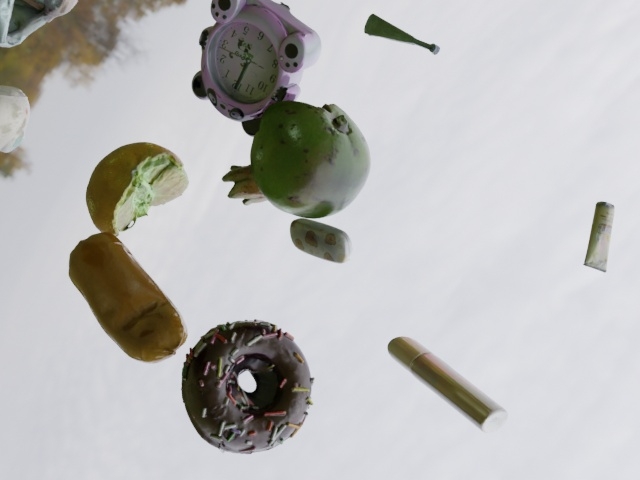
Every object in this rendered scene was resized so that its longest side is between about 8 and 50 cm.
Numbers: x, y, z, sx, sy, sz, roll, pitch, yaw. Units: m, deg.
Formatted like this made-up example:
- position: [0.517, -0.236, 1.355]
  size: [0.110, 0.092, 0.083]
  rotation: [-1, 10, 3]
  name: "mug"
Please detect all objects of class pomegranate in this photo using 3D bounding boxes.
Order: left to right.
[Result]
- position: [-0.051, -0.136, 2.063]
  size: [0.302, 0.236, 0.236]
  rotation: [-29, -147, 34]
  name: "pomegranate"

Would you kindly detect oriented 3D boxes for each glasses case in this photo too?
- position: [0.000, 0.000, 2.064]
  size: [0.164, 0.041, 0.063]
  rotation: [19, -60, 46]
  name: "glasses case"

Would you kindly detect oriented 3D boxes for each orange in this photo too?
- position: [-0.410, -0.123, 2.372]
  size: [0.237, 0.158, 0.179]
  rotation: [-41, 172, -24]
  name: "orange"

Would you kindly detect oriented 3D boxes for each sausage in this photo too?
- position: [-0.361, 0.122, 2.076]
  size: [0.134, 0.116, 0.354]
  rotation: [-27, -131, -20]
  name: "sausage"

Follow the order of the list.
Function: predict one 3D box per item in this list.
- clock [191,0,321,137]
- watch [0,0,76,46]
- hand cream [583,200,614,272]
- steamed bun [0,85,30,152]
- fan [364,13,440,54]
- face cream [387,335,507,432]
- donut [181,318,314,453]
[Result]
- position: [-0.132, -0.338, 2.089]
  size: [0.090, 0.228, 0.247]
  rotation: [-34, 157, -55]
  name: "clock"
- position: [-0.583, -0.501, 2.116]
  size: [0.253, 0.162, 0.241]
  rotation: [-64, 171, 32]
  name: "watch"
- position: [0.569, -0.010, 2.229]
  size: [0.039, 0.061, 0.143]
  rotation: [-8, -111, 60]
  name: "hand cream"
- position: [-0.655, -0.232, 2.102]
  size: [0.228, 0.177, 0.130]
  rotation: [6, -85, 40]
  name: "steamed bun"
- position: [0.137, -0.344, 1.853]
  size: [0.193, 0.016, 0.038]
  rotation: [35, -76, 48]
  name: "fan"
- position: [0.279, 0.315, 2.423]
  size: [0.285, 0.139, 0.067]
  rotation: [37, -85, 28]
  name: "face cream"
- position: [-0.132, 0.273, 2.067]
  size: [0.269, 0.270, 0.103]
  rotation: [-65, -165, -20]
  name: "donut"
